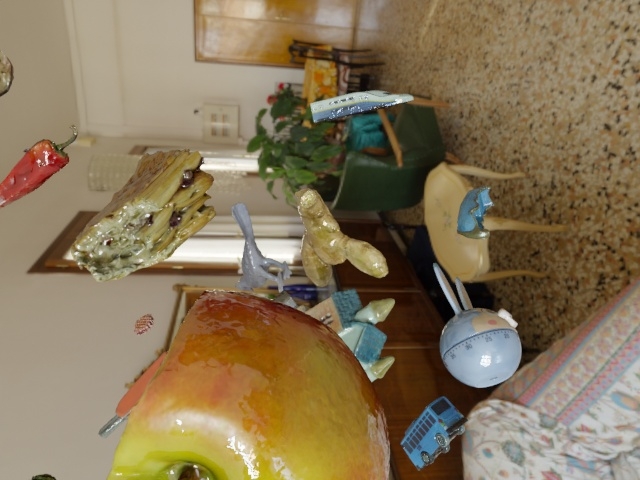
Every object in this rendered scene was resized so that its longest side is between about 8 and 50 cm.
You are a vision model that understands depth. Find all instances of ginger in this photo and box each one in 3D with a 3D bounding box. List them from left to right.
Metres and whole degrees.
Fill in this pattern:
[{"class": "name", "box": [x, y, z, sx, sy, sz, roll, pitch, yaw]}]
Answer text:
[{"class": "ginger", "box": [0.003, -0.008, 1.491, 0.348, 0.122, 0.363, 54, 154, -14]}]

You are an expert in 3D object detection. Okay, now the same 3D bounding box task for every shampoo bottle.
[{"class": "shampoo bottle", "box": [-0.158, 0.223, 1.215, 0.056, 0.227, 0.086, 50, 171, -12]}]

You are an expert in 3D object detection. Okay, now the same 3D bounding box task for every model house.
[{"class": "model house", "box": [0.097, 0.270, 1.349, 0.194, 0.325, 0.267, 37, -156, -42]}]

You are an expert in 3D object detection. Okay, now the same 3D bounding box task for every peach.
[{"class": "peach", "box": [-0.049, 0.211, 0.565, 0.242, 0.306, 0.380, -58, 0, -1]}]

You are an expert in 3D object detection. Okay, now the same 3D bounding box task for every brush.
[{"class": "brush", "box": [-0.430, 0.373, 1.187, 0.070, 0.323, 0.051, 47, -178, 43]}]

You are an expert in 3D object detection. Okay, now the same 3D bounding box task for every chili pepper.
[{"class": "chili pepper", "box": [-0.517, -0.119, 0.845, 0.059, 0.268, 0.050, 43, -156, -44]}]

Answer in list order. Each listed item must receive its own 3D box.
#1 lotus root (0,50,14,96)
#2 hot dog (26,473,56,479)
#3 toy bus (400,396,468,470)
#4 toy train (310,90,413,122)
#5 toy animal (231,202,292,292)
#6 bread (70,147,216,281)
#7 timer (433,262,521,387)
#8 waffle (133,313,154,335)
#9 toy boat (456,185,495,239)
[{"class": "lotus root", "box": [-1.009, -0.479, 1.357, 0.180, 0.199, 0.188, 12, 145, 46]}, {"class": "hot dog", "box": [-0.654, 0.589, 1.133, 0.041, 0.056, 0.133, 49, 166, 36]}, {"class": "toy bus", "box": [0.290, 0.503, 1.243, 0.106, 0.090, 0.185, 45, 129, 31]}, {"class": "toy train", "box": [0.096, -0.320, 1.105, 0.052, 0.233, 0.051, -56, -46, -70]}, {"class": "toy animal", "box": [-0.185, 0.073, 1.441, 0.081, 0.205, 0.367, -45, -25, -41]}, {"class": "bread", "box": [-0.424, -0.046, 1.182, 0.314, 0.191, 0.370, 11, 61, 53]}, {"class": "timer", "box": [0.328, 0.172, 0.987, 0.175, 0.175, 0.255, 111, 167, -66]}, {"class": "waffle", "box": [-0.613, 0.293, 1.653, 0.029, 0.075, 0.083, 55, -179, -35]}, {"class": "toy boat", "box": [0.378, -0.061, 1.127, 0.185, 0.077, 0.075, -50, -54, -43]}]
